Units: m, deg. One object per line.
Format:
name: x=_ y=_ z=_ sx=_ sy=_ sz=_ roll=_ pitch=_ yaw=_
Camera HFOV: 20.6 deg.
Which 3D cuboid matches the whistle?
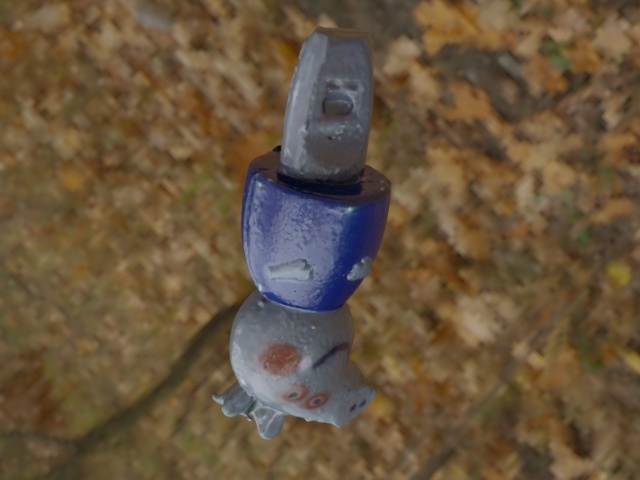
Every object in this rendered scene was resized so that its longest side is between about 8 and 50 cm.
whistle: x=0.000 y=0.000 z=0.339 sx=0.029 sy=0.033 sz=0.083 roll=-134 pitch=48 yaw=-58
